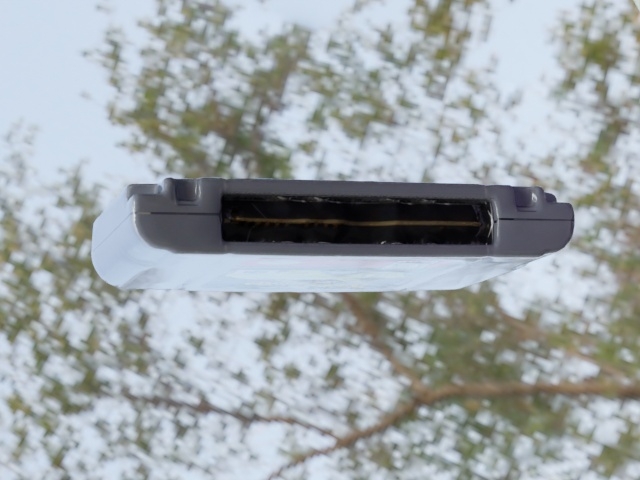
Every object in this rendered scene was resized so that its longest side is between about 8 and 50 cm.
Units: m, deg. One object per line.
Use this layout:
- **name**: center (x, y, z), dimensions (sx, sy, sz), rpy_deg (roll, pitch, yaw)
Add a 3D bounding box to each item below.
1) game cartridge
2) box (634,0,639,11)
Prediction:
- **game cartridge**: center (0.000, 0.000, 1.181), dimensions (0.294, 0.196, 0.060), rpy_deg (1, -95, -16)
- **box**: center (0.246, -0.202, 0.888), dimensions (0.213, 0.243, 0.117), rpy_deg (6, -59, -11)
